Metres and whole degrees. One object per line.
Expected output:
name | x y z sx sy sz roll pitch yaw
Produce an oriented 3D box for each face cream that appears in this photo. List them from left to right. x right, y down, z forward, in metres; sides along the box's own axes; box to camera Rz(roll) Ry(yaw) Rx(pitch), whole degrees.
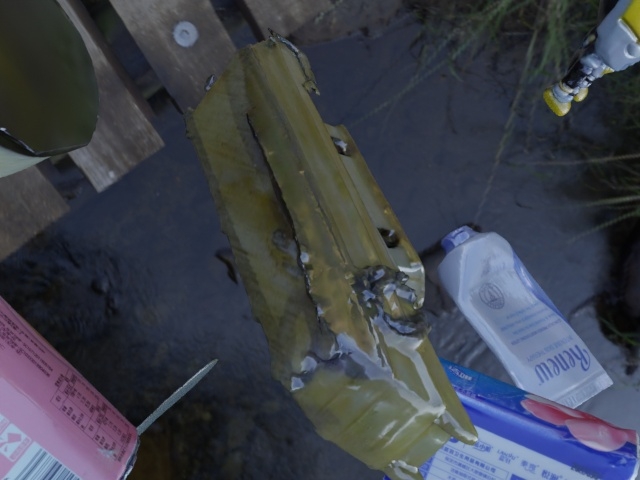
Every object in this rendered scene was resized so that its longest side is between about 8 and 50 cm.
face cream | 0.378 0.150 1.693 0.235 0.420 0.137 -17 154 -38

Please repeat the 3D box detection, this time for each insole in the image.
insole | -0.196 0.209 1.061 0.188 0.064 0.004 -43 80 4

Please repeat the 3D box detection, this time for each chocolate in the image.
chocolate | -0.546 -0.232 1.325 0.297 0.326 0.314 -25 95 18

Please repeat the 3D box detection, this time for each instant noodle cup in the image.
instant noodle cup | -0.299 0.152 0.710 0.255 0.244 0.244 42 92 -14

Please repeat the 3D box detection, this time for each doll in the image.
doll | 0.401 -0.284 1.143 0.145 0.103 0.316 -11 157 -23

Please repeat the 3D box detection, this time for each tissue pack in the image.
tissue pack | 0.223 0.286 1.048 0.270 0.137 0.209 19 97 15

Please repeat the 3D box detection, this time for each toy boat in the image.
toy boat | 0.000 0.000 0.731 0.162 0.445 0.136 15 127 -38
